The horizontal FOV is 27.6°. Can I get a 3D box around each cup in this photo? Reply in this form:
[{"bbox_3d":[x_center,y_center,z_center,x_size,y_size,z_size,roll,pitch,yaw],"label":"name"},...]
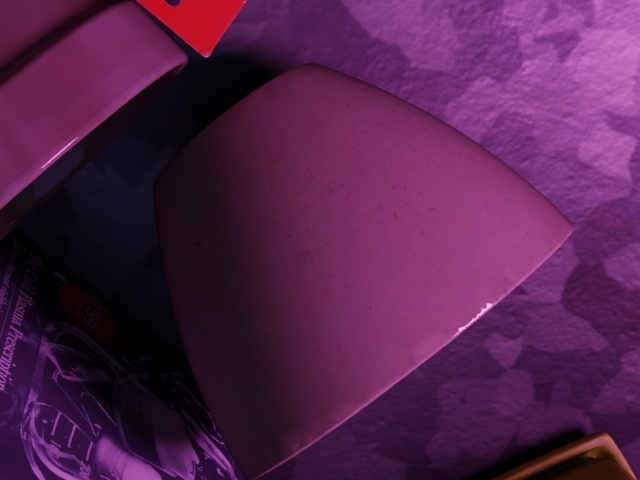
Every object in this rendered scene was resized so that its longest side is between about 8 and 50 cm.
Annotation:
[{"bbox_3d":[0.000,0.000,1.057,0.331,0.331,0.237,-39,87,15],"label":"cup"}]

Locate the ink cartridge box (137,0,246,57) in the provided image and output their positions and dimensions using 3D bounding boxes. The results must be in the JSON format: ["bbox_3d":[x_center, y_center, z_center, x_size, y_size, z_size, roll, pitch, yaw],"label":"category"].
[{"bbox_3d":[-0.085,-0.255,0.994,0.145,0.045,0.179,39,73,-21],"label":"ink cartridge box"}]

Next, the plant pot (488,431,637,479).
[{"bbox_3d":[0.251,0.336,1.281,0.227,0.207,0.228,-28,116,10],"label":"plant pot"}]

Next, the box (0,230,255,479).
[{"bbox_3d":[-0.222,0.204,1.103,0.312,0.343,0.179,40,108,-22],"label":"box"}]

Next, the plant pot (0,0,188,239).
[{"bbox_3d":[-0.310,-0.130,0.967,0.323,0.323,0.280,-41,97,16],"label":"plant pot"}]
